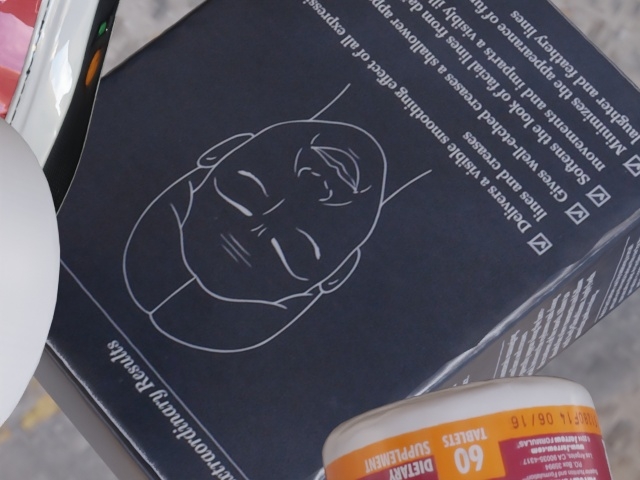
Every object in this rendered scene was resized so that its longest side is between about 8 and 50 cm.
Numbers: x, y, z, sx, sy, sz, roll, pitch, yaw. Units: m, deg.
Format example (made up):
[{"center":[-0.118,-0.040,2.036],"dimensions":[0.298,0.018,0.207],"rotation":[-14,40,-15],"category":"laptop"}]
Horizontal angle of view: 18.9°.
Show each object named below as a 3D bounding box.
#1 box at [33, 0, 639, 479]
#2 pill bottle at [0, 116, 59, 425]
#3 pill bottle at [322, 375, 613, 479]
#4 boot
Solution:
[{"center":[0.000,0.000,1.271],"dimensions":[0.395,0.293,0.212],"rotation":[-38,163,-14],"category":"box"},{"center":[-0.214,-0.011,0.495],"dimensions":[0.301,0.169,0.169],"rotation":[16,105,-52],"category":"pill bottle"},{"center":[0.079,0.176,0.802],"dimensions":[0.121,0.221,0.121],"rotation":[-11,164,-3],"category":"pill bottle"},{"center":[-0.198,-0.092,0.937],"dimensions":[0.176,0.088,0.244],"rotation":[19,106,2],"category":"boot"}]
